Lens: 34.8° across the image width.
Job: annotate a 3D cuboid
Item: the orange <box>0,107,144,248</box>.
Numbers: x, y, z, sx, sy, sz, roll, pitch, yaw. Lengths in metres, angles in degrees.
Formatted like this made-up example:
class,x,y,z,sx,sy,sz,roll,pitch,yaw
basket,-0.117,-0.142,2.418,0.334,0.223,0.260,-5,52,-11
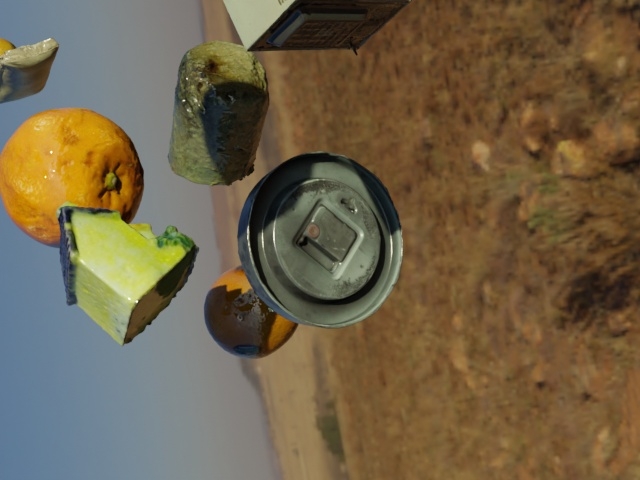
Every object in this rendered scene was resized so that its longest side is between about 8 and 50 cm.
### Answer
class,x,y,z,sx,sy,sz,roll,pitch,yaw
orange,-0.448,-0.111,1.846,0.261,0.261,0.261,170,90,-85

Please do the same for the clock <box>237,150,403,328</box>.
class,x,y,z,sx,sy,sz,roll,pitch,yaw
clock,0.000,0.001,1.782,0.061,0.312,0.312,-17,83,60

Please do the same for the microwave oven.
class,x,y,z,sx,sy,sz,roll,pitch,yaw
microwave oven,-0.010,-0.323,1.238,0.129,0.205,0.163,-37,74,42

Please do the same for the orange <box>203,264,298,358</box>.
class,x,y,z,sx,sy,sz,roll,pitch,yaw
orange,-0.137,0.142,2.070,0.206,0.206,0.206,170,90,-85

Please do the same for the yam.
class,x,y,z,sx,sy,sz,roll,pitch,yaw
yam,-0.212,-0.257,2.131,0.300,0.195,0.195,107,155,-50

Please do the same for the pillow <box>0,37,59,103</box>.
class,x,y,z,sx,sy,sz,roll,pitch,yaw
pillow,-0.585,-0.331,2.014,0.053,0.119,0.208,67,152,9

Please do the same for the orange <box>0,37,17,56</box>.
class,x,y,z,sx,sy,sz,roll,pitch,yaw
orange,-0.722,-0.410,2.311,0.085,0.085,0.095,88,166,-57

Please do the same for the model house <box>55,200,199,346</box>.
class,x,y,z,sx,sy,sz,roll,pitch,yaw
model house,-0.336,0.032,1.661,0.211,0.170,0.194,37,150,7
